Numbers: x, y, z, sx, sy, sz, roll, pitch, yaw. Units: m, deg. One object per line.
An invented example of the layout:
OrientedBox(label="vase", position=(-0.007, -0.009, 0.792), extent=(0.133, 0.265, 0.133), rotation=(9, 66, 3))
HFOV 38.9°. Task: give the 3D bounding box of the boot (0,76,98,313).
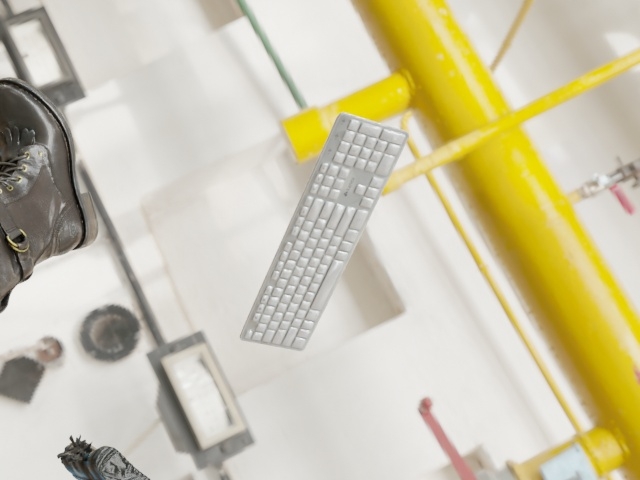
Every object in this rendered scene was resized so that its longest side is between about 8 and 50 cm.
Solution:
OrientedBox(label="boot", position=(-0.383, -0.062, 1.087), extent=(0.263, 0.091, 0.229), rotation=(65, 26, -7))

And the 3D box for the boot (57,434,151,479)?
OrientedBox(label="boot", position=(-0.233, 0.268, 1.007), extent=(0.099, 0.045, 0.121), rotation=(-12, -61, 51))

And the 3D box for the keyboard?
OrientedBox(label="keyboard", position=(0.000, 0.000, 0.856), extent=(0.014, 0.072, 0.256), rotation=(-106, -143, -58))
